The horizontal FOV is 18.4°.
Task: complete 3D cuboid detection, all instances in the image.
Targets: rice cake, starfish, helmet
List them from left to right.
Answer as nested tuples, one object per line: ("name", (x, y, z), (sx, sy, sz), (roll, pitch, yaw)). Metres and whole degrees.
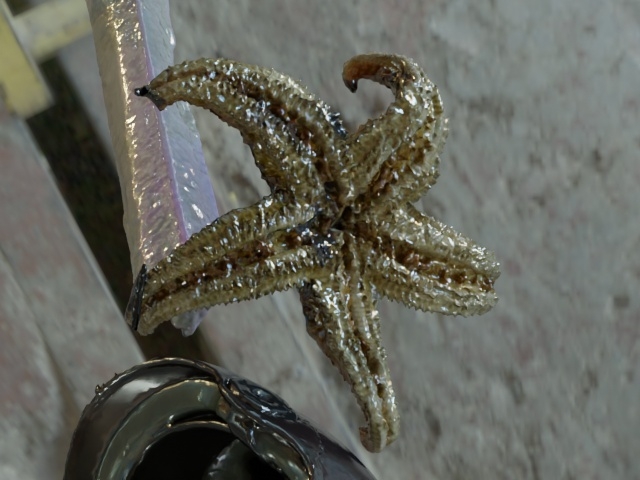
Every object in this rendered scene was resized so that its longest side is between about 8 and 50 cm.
("rice cake", (-0.144, -0.096, 1.685), (0.070, 0.064, 0.399), (-36, 46, 24))
("helmet", (-0.040, 0.220, 1.386), (0.225, 0.177, 0.305), (-56, 44, 23))
("starfish", (-0.002, 0.003, 1.456), (0.303, 0.113, 0.312), (-19, 93, -25))
